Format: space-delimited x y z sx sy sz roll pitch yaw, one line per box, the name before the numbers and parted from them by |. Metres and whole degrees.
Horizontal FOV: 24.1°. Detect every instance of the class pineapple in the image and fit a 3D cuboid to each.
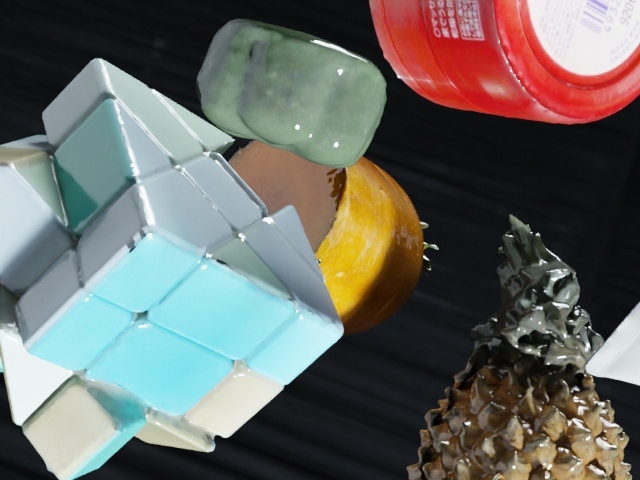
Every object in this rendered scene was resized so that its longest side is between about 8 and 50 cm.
pineapple | 0.198 0.162 1.443 0.223 0.223 0.357 72 25 -78

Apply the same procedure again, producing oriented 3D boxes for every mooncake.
mooncake | -0.028 -0.130 1.359 0.168 0.175 0.104 16 91 -47

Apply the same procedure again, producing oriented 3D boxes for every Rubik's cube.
Rubik's cube | -0.140 0.035 0.990 0.213 0.265 0.224 -42 -138 20

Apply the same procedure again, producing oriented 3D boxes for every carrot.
carrot | 0.000 0.000 1.568 0.331 0.214 0.193 29 87 -58

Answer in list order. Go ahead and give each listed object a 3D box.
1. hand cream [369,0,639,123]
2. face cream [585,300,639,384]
hand cream | 0.140 -0.175 1.000 0.125 0.193 0.193 18 -93 53
face cream | 0.392 0.105 1.290 0.143 0.314 0.089 -56 -157 37
